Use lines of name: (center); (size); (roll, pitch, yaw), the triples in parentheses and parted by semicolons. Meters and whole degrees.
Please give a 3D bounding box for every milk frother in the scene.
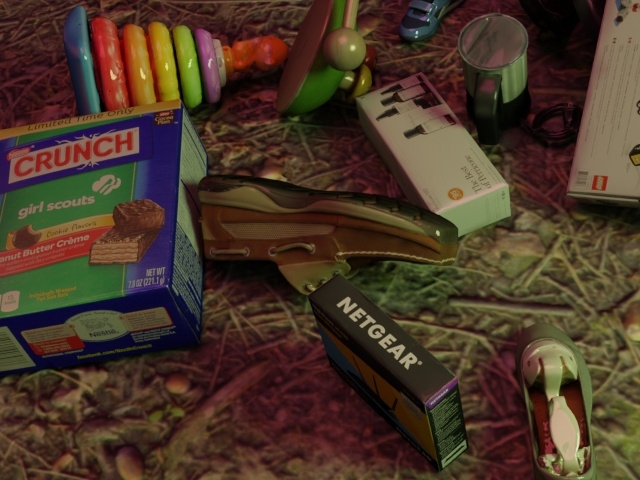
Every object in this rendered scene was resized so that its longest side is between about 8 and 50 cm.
milk frother: (0.247, -0.191, 1.221); (0.143, 0.134, 0.129); (-10, 62, 8)

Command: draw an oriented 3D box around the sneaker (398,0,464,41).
sneaker: (0.156, -0.340, 1.425); (0.053, 0.059, 0.144); (25, 61, 28)

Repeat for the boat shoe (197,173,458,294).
boat shoe: (0.000, 0.000, 1.146); (0.324, 0.123, 0.119); (11, 97, 30)

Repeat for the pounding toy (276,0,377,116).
pounding toy: (0.035, -0.244, 1.315); (0.110, 0.237, 0.182); (21, 67, -15)

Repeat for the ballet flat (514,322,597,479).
ballet flat: (0.233, 0.154, 0.976); (0.072, 0.068, 0.213); (-7, 49, 9)

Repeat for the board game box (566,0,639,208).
board game box: (0.397, -0.183, 1.105); (0.193, 0.053, 0.305); (9, 84, 40)

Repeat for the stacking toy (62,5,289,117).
stacking toy: (-0.192, -0.242, 1.390); (0.302, 0.165, 0.175); (-10, 36, -9)

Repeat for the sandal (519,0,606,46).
sandal: (0.321, -0.371, 1.369); (0.107, 0.167, 0.445); (-30, 38, 23)

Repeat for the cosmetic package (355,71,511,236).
cosmetic package: (0.134, -0.107, 1.231); (0.099, 0.060, 0.239); (-24, 48, -5)

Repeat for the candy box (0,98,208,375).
candy box: (-0.283, -0.011, 1.218); (0.268, 0.122, 0.317); (-10, 47, 7)

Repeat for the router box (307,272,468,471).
router box: (0.067, 0.130, 0.997); (0.046, 0.133, 0.179); (-36, 50, -17)
